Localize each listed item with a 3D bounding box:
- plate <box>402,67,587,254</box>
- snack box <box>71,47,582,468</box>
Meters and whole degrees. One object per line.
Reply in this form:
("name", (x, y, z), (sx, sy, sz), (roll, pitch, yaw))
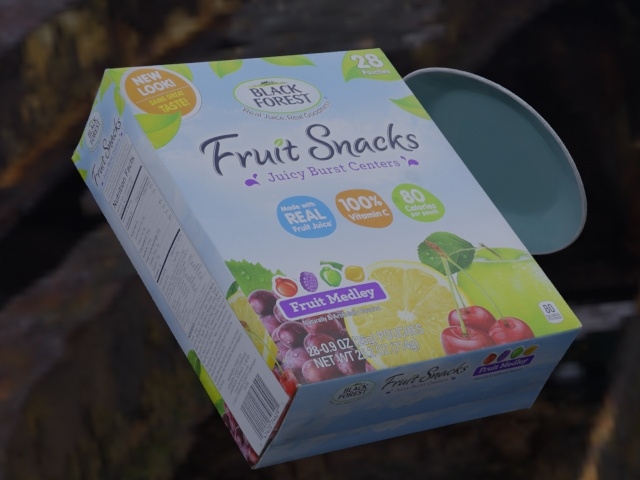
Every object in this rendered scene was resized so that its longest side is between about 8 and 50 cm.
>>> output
("plate", (0.136, -0.067, 1.564), (0.188, 0.188, 0.024), (8, 44, 44))
("snack box", (0.000, 0.000, 0.971), (0.174, 0.070, 0.207), (-9, 51, -36))
